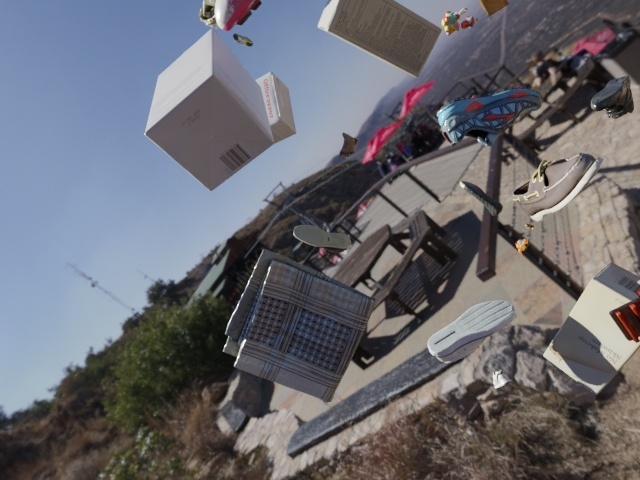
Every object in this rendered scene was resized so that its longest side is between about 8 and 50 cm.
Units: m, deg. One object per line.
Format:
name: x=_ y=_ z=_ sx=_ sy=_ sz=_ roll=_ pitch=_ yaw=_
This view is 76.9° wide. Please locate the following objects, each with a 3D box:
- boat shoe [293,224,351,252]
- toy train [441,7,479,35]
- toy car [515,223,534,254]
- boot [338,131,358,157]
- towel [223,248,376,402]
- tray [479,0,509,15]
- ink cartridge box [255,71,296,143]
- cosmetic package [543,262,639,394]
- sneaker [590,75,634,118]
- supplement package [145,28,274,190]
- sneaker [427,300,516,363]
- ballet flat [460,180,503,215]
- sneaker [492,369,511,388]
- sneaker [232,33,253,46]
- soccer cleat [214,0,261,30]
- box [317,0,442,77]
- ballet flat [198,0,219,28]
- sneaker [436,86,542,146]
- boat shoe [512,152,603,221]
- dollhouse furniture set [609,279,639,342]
boat shoe: x=0.000 y=0.000 z=1.601 sx=0.079 sy=0.232 sz=0.084 roll=129 pitch=151 yaw=-62
toy train: x=0.536 y=-0.862 z=1.566 sx=0.125 sy=0.046 sz=0.166 roll=-20 pitch=-7 yaw=32
toy car: x=0.753 y=-0.008 z=1.496 sx=0.122 sy=0.040 sz=0.060 roll=-55 pitch=-22 yaw=-35
boot: x=0.095 y=-0.350 z=1.502 sx=0.118 sy=0.042 sz=0.087 roll=6 pitch=-55 yaw=-54
towel: x=-0.063 y=0.220 z=1.011 sx=0.056 sy=0.323 sz=0.313 roll=-59 pitch=-8 yaw=-78
tray: x=0.435 y=-0.870 z=1.186 sx=0.076 sy=0.203 sz=0.410 roll=-23 pitch=-22 yaw=33
ink cartridge box: x=-0.267 y=-0.477 z=1.584 sx=0.305 sy=0.227 sz=0.131 roll=-17 pitch=-17 yaw=22
cosmetic package: x=0.725 y=0.229 z=1.030 sx=0.113 sy=0.160 sz=0.310 roll=-24 pitch=-45 yaw=-30
sneaker: x=1.012 y=-0.469 z=1.385 sx=0.227 sy=0.131 sz=0.087 roll=-36 pitch=17 yaw=-32
supplement package: x=-0.232 y=-0.286 z=0.862 sx=0.177 sy=0.175 sz=0.293 roll=-33 pitch=42 yaw=15
sneaker: x=0.427 y=0.258 z=1.133 sx=0.258 sy=0.091 sz=0.094 roll=-32 pitch=36 yaw=15
ballet flat: x=0.558 y=-0.149 z=1.414 sx=0.057 sy=0.173 sz=0.049 roll=-31 pitch=-23 yaw=-42
sneaker: x=0.518 y=0.399 z=1.164 sx=0.040 sy=0.044 sz=0.109 roll=-26 pitch=-28 yaw=-5
sneaker: x=-0.310 y=-0.800 z=1.607 sx=0.031 sy=0.083 sz=0.035 roll=-57 pitch=29 yaw=30
soccer cleat: x=-0.100 y=-0.521 z=0.668 sx=0.331 sy=0.143 sz=0.116 roll=-49 pitch=26 yaw=12
box: x=0.165 y=-0.600 z=1.138 sx=0.148 sy=0.310 sz=0.121 roll=-62 pitch=26 yaw=23
ballet flat: x=-0.303 y=-0.702 z=1.192 sx=0.240 sy=0.077 sz=0.091 roll=-6 pitch=87 yaw=60
sneaker: x=0.434 y=-0.302 z=1.027 sx=0.261 sy=0.125 sz=0.104 roll=-11 pitch=-3 yaw=3
boat shoe: x=0.534 y=-0.130 z=0.939 sx=0.117 sy=0.096 sz=0.324 roll=-49 pitch=-14 yaw=1
dollhouse furniture set: x=0.610 y=0.160 z=0.653 sx=0.135 sy=0.262 sz=0.259 roll=-35 pitch=1 yaw=18
